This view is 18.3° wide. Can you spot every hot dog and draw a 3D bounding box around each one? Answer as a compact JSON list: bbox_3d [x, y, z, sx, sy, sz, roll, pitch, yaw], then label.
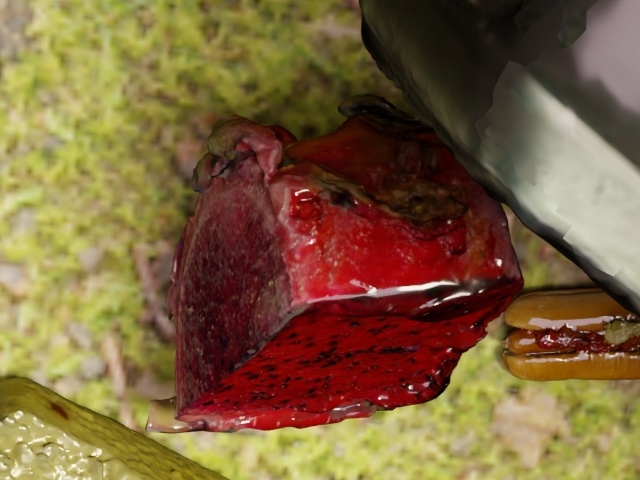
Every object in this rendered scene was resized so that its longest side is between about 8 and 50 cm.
[{"bbox_3d":[0.104,0.035,0.700,0.083,0.021,0.037,-5,110,-4],"label":"hot dog"}]

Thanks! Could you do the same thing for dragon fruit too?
[{"bbox_3d":[0.000,0.000,0.642,0.102,0.147,0.096,-8,70,-23],"label":"dragon fruit"}]

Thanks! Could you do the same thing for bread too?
[{"bbox_3d":[-0.023,0.123,0.680,0.226,0.088,0.049,30,104,-17],"label":"bread"}]

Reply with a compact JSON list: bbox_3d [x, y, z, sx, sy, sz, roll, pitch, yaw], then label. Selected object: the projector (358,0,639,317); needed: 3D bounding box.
[{"bbox_3d":[0.279,-0.093,0.565,0.395,0.242,0.405,38,99,-15],"label":"projector"}]
